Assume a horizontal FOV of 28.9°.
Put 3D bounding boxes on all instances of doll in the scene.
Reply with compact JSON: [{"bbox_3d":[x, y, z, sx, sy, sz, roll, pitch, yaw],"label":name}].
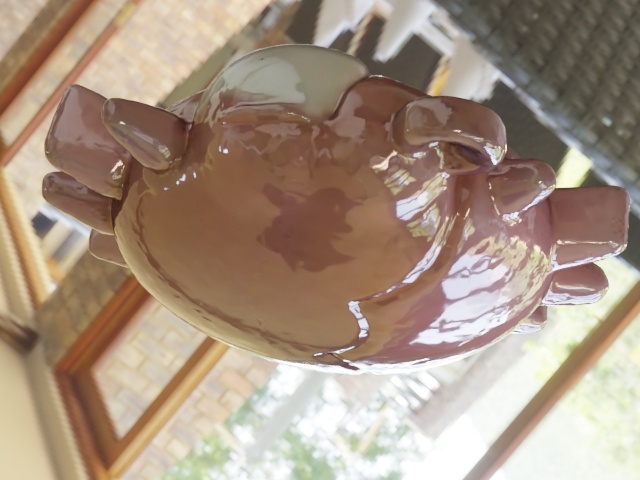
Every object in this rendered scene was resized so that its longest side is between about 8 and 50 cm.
[{"bbox_3d":[0.000,0.000,0.466,0.211,0.093,0.262,13,162,-7],"label":"doll"}]
